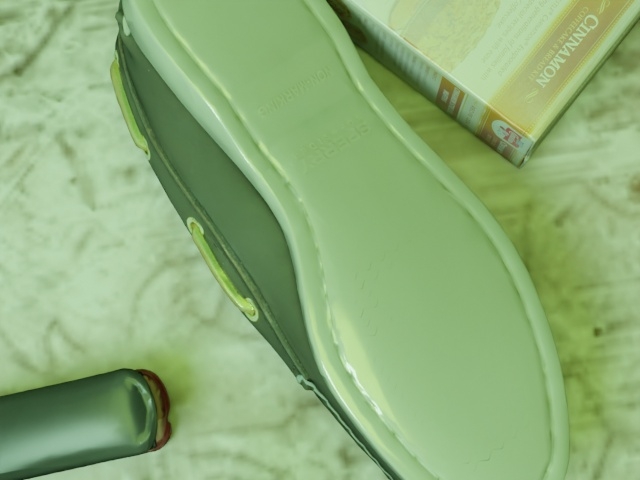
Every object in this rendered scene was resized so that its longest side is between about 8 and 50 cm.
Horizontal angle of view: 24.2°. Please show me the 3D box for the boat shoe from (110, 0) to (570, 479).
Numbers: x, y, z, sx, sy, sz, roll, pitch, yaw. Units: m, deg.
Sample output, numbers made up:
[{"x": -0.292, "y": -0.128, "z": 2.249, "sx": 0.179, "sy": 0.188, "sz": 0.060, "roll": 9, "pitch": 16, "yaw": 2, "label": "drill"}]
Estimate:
[{"x": 0.004, "y": -0.002, "z": 0.677, "sx": 0.109, "sy": 0.091, "sz": 0.305, "roll": -29, "pitch": 82, "yaw": -27, "label": "boat shoe"}]

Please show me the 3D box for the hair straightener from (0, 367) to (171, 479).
[{"x": -0.185, "y": 0.092, "z": 0.667, "sx": 0.230, "sy": 0.089, "sz": 0.047, "roll": -7, "pitch": 84, "yaw": 0, "label": "hair straightener"}]

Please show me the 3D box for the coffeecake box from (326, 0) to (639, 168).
[{"x": 0.068, "y": -0.149, "z": 0.707, "sx": 0.185, "sy": 0.068, "sz": 0.142, "roll": 39, "pitch": 84, "yaw": 6, "label": "coffeecake box"}]
